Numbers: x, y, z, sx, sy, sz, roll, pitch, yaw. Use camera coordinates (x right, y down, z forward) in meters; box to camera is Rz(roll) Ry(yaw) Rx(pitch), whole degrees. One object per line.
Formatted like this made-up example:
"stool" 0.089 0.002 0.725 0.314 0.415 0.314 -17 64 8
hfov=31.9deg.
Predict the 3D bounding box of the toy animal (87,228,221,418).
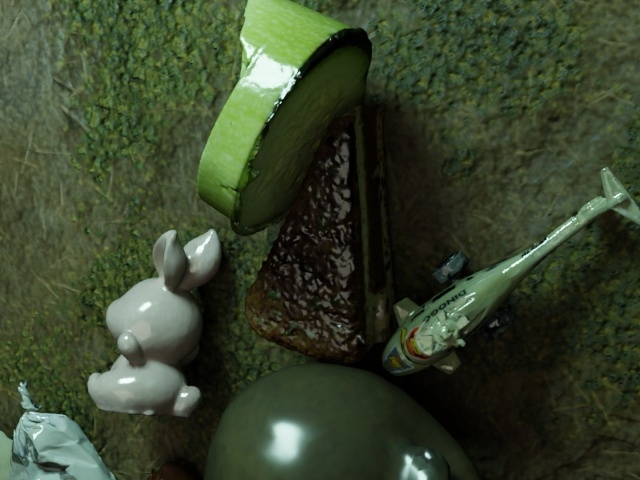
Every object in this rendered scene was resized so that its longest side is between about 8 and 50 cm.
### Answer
"toy animal" -0.173 0.083 1.204 0.124 0.124 0.213 13 88 17

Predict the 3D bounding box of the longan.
"longan" 0.023 0.245 1.079 0.300 0.300 0.243 -6 61 23

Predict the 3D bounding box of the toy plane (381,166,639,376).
"toy plane" 0.170 0.039 1.057 0.286 0.108 0.092 -38 90 13

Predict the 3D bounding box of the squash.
"squash" -0.055 -0.119 1.031 0.133 0.220 0.220 28 113 8

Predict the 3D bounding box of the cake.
"cake" -0.005 -0.011 1.101 0.135 0.112 0.246 2 105 24

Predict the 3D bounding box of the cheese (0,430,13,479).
"cheese" -0.514 0.359 1.383 0.332 0.153 0.292 -7 102 21

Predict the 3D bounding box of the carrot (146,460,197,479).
"carrot" -0.116 0.355 1.281 0.059 0.059 0.248 -35 93 26

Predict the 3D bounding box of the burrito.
"burrito" -0.262 0.366 1.314 0.139 0.101 0.446 -22 98 30
